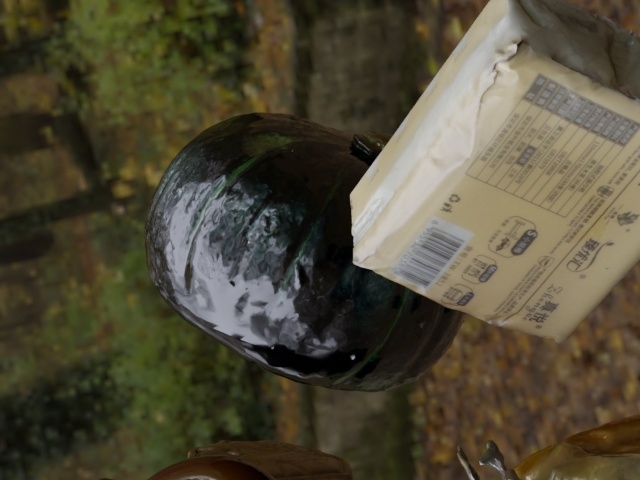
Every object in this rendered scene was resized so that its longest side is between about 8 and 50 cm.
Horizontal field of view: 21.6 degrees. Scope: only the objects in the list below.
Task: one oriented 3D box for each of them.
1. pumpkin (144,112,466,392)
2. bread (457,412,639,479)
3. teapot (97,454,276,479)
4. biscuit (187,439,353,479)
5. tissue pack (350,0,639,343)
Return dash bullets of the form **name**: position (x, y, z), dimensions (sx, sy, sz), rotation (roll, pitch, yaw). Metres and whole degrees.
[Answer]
- **pumpkin**: position (0.000, 0.000, 1.572), dimensions (0.238, 0.315, 0.315), rotation (-64, 21, 10)
- **bread**: position (0.238, 0.226, 1.094), dimensions (0.183, 0.389, 0.236), rotation (-159, 62, -70)
- **teapot**: position (-0.116, 0.282, 1.515), dimensions (0.252, 0.178, 0.135), rotation (18, 143, 39)
- **biscuit**: position (-0.069, 0.256, 1.933), dimensions (0.215, 0.182, 0.034), rotation (12, 101, 60)
- **tissue pack**: position (0.144, -0.046, 1.107), dimensions (0.222, 0.186, 0.090), rotation (-57, 23, 37)
